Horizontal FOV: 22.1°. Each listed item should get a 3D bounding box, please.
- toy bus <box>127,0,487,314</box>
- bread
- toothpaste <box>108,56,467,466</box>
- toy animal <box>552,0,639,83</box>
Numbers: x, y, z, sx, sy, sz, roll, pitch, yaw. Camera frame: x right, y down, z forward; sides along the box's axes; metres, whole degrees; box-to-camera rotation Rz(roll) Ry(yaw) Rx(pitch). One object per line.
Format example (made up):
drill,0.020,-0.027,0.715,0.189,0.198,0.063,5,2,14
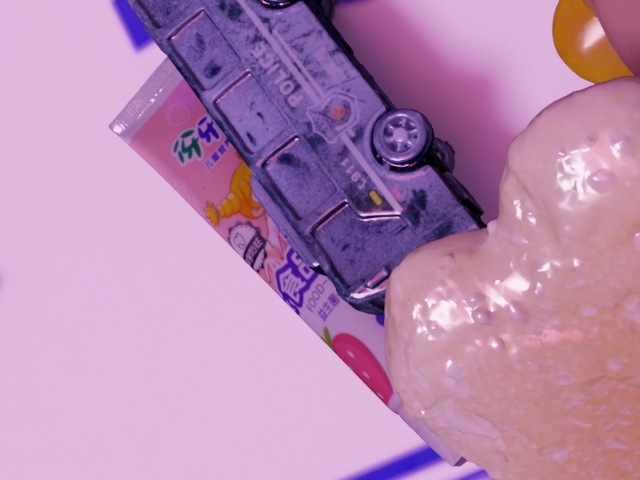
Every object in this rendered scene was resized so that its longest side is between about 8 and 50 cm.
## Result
toy bus,-0.006,-0.048,0.586,0.065,0.047,0.166,-38,72,7
bread,0.150,0.042,0.477,0.251,0.039,0.182,34,123,-21
toothpaste,0.000,0.000,0.618,0.194,0.043,0.067,47,110,15
toy animal,0.112,-0.132,0.475,0.165,0.149,0.248,-37,95,14
